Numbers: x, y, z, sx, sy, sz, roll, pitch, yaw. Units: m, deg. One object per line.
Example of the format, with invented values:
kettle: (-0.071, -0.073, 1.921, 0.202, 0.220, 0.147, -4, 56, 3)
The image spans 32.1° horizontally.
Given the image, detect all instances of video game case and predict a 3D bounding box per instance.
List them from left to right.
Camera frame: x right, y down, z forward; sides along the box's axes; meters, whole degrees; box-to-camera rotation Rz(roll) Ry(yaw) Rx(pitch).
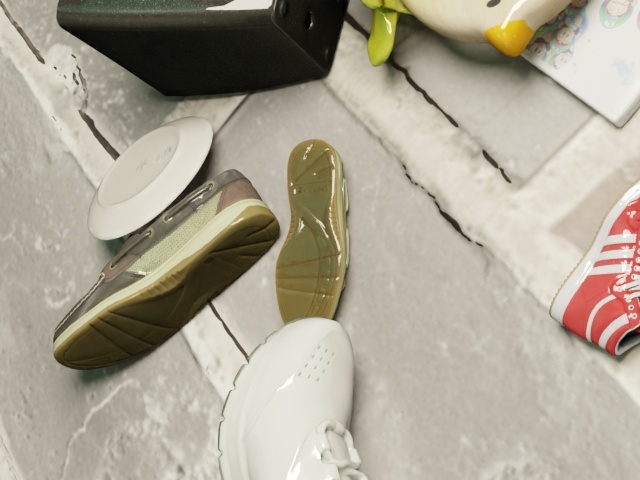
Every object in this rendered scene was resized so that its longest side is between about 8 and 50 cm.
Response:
video game case: (0.202, -0.179, 0.793, 0.143, 0.019, 0.157, -52, 56, 11)

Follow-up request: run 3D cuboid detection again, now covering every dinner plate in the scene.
dinner plate: (-0.151, -0.059, 0.957, 0.141, 0.017, 0.141, -27, 36, 22)

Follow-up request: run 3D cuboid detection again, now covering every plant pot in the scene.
plant pot: (-0.073, -0.223, 0.900, 0.167, 0.187, 0.188, 10, 82, 22)

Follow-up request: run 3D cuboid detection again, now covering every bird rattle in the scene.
bird rattle: (0.119, -0.233, 0.810, 0.207, 0.143, 0.253, 37, 84, 35)

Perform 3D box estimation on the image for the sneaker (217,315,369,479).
sneaker: (-0.002, 0.192, 0.747, 0.129, 0.111, 0.297, -14, 61, 41)

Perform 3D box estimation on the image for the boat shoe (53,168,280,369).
boat shoe: (-0.135, 0.025, 0.928, 0.224, 0.080, 0.073, -36, 54, 14)

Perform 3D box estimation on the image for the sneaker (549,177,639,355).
sneaker: (0.206, 0.019, 0.721, 0.067, 0.042, 0.118, 40, 108, 38)

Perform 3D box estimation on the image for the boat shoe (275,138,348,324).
boat shoe: (-0.002, -0.001, 0.869, 0.056, 0.048, 0.152, -4, 81, 20)
